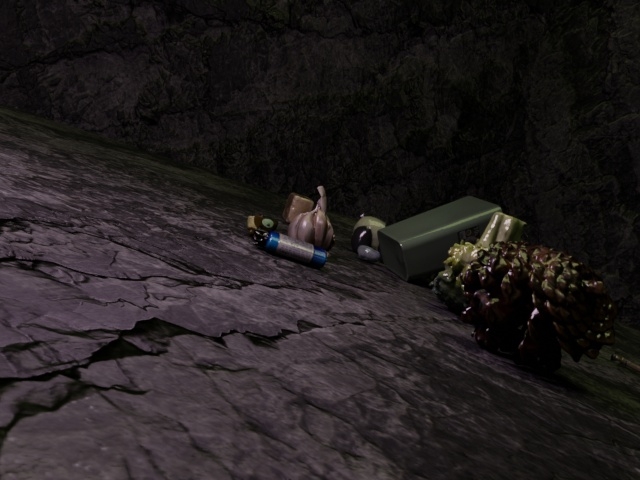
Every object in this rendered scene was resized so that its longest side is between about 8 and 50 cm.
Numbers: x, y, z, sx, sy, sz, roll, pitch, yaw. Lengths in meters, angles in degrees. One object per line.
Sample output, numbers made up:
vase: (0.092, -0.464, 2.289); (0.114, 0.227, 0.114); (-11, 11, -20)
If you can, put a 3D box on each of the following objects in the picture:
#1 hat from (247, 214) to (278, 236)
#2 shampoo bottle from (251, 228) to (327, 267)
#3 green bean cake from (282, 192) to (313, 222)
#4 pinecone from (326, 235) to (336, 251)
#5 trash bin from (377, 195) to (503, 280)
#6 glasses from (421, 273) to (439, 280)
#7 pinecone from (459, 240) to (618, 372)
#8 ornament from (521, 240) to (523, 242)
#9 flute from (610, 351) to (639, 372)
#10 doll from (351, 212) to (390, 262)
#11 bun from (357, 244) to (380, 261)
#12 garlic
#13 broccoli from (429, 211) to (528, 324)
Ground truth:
hat: (-0.158, -0.033, 1.734); (0.076, 0.059, 0.077); (5, -9, 34)
shampoo bottle: (-0.077, 0.017, 1.575); (0.182, 0.050, 0.087); (19, 9, -13)
green bean cake: (-0.086, -0.117, 2.446); (0.085, 0.109, 0.179); (17, 7, -11)
pinecone: (0.000, 0.000, 1.867); (0.077, 0.077, 0.083); (23, 13, 31)
trash bin: (0.376, 0.000, 2.019); (0.343, 0.158, 0.223); (-19, 19, -13)
glasses: (0.358, 0.084, 2.139); (0.139, 0.063, 0.104); (15, 38, -24)
pinecone: (0.419, 0.128, 1.296); (0.298, 0.242, 0.295); (13, 0, -38)
ornament: (0.625, 0.070, 2.370); (0.259, 0.260, 0.225); (23, 2, 26)
flute: (0.881, 0.358, 1.729); (0.027, 0.027, 0.233); (16, 8, -33)
doll: (0.213, 0.005, 2.237); (0.234, 0.135, 0.143); (24, 8, 0)
bun: (0.154, 0.045, 2.081); (0.083, 0.045, 0.083); (21, 9, -3)
garlic: (-0.022, -0.051, 1.753); (0.127, 0.194, 0.131); (9, 13, -8)
broccoli: (0.434, 0.067, 1.671); (0.347, 0.281, 0.293); (16, 8, -32)
